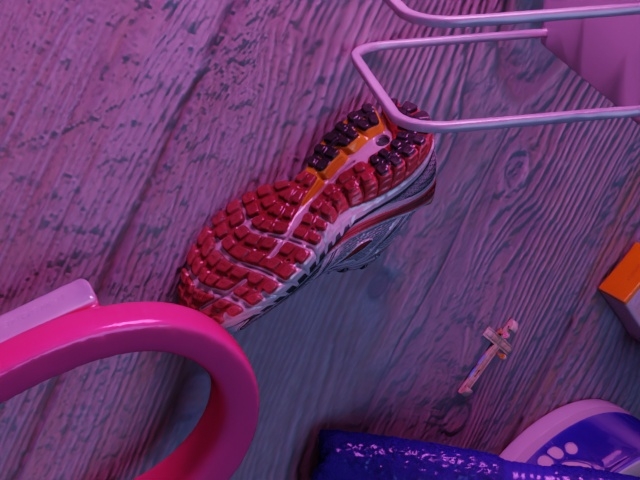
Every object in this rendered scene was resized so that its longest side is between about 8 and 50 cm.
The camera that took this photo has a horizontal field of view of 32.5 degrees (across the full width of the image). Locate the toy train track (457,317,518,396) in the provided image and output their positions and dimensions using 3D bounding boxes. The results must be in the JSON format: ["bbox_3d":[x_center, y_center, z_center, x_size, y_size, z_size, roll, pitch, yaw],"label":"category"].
[{"bbox_3d":[0.156,0.109,1.007,0.083,0.014,0.048,-53,132,-1],"label":"toy train track"}]

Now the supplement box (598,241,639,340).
[{"bbox_3d":[0.322,0.056,1.087,0.062,0.036,0.098,-49,131,-7],"label":"supplement box"}]

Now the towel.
[{"bbox_3d":[0.133,0.281,0.948,0.308,0.076,0.227,9,105,-1],"label":"towel"}]

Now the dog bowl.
[{"bbox_3d":[0.269,0.303,1.127,0.265,0.104,0.264,-16,121,-29],"label":"dog bowl"}]

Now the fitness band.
[{"bbox_3d":[-0.178,0.143,0.720,0.291,0.054,0.209,-27,129,-10],"label":"fitness band"}]

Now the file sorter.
[{"bbox_3d":[0.116,-0.225,0.676,0.173,0.193,0.277,-5,117,-9],"label":"file sorter"}]

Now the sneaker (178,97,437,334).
[{"bbox_3d":[0.000,0.000,0.789,0.225,0.088,0.092,-36,139,-10],"label":"sneaker"}]
